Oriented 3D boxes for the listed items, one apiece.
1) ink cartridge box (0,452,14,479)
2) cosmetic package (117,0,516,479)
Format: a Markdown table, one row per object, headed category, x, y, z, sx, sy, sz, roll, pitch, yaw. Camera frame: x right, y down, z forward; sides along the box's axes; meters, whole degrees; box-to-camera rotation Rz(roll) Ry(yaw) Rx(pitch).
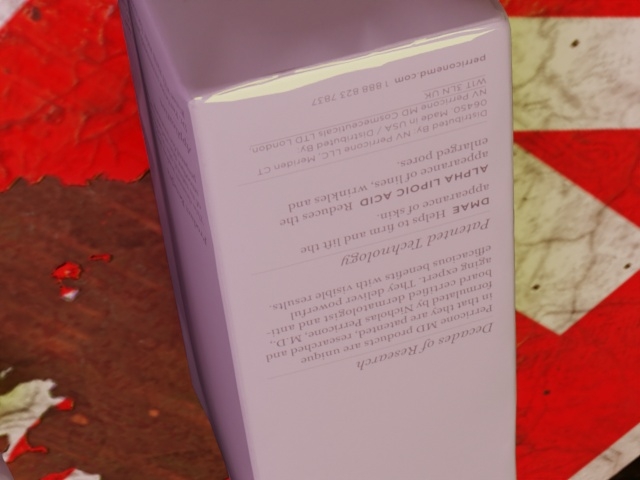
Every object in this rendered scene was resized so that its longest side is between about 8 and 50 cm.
| category | x | y | z | sx | sy | sz | roll | pitch | yaw |
| --- | --- | --- | --- | --- | --- | --- | --- | --- | --- |
| ink cartridge box | -0.338 | 0.138 | 0.966 | 0.211 | 0.121 | 0.289 | -35 | 160 | 13 |
| cosmetic package | 0.000 | 0.000 | 0.956 | 0.156 | 0.217 | 0.385 | -16 | 134 | -8 |
